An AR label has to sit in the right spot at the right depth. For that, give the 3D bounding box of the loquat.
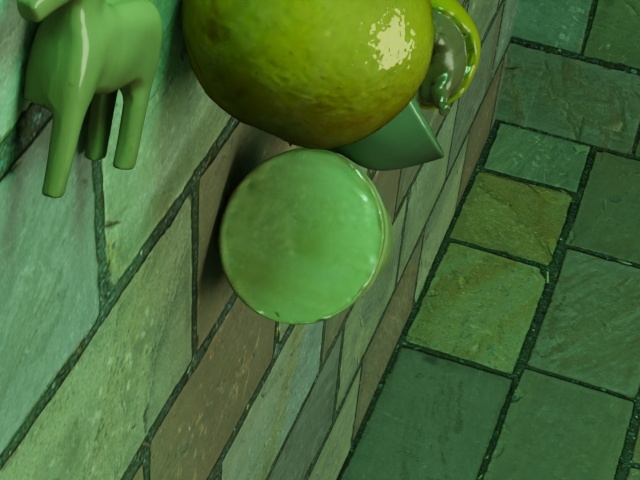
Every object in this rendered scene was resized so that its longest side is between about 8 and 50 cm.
[{"bbox_3d":[-0.013,-0.243,1.447,0.275,0.275,0.275,16,90,-78],"label":"loquat"}]

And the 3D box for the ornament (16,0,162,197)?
[{"bbox_3d":[-0.203,-0.161,1.160,0.230,0.061,0.245,-39,144,-66],"label":"ornament"}]

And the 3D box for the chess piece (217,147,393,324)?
[{"bbox_3d":[0.000,0.000,1.972,0.442,0.234,0.234,10,96,-83],"label":"chess piece"}]

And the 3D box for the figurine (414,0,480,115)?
[{"bbox_3d":[0.154,-0.296,2.360,0.343,0.187,0.215,-51,143,-46],"label":"figurine"}]

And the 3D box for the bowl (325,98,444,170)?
[{"bbox_3d":[0.041,-0.207,1.886,0.289,0.146,0.289,59,9,-14],"label":"bowl"}]
